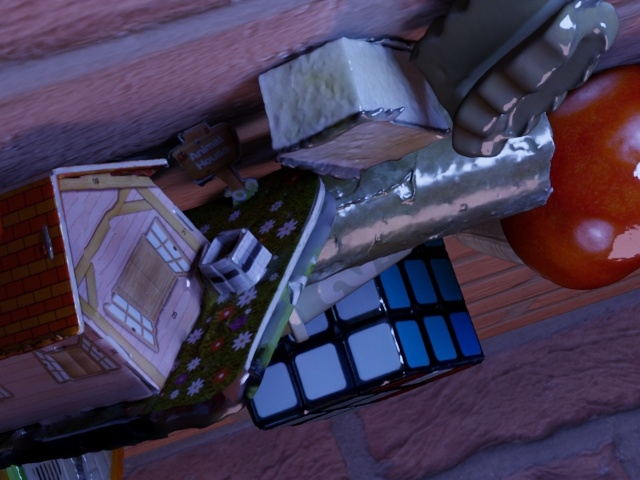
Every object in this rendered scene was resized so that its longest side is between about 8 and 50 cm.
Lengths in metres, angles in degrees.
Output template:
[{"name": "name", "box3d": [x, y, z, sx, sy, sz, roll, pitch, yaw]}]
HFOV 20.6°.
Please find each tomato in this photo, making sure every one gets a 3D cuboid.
[{"name": "tomato", "box3d": [0.215, -0.050, 1.299, 0.195, 0.136, 0.195, -37, 176, -3]}]

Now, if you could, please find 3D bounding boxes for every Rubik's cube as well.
[{"name": "Rubik's cube", "box3d": [0.020, 0.061, 1.523, 0.163, 0.160, 0.162, -23, 170, 26]}]

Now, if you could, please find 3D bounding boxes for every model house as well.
[{"name": "model house", "box3d": [-0.160, 0.010, 1.074, 0.294, 0.154, 0.207, -16, -142, 39]}]

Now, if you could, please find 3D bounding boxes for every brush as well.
[{"name": "brush", "box3d": [0.147, -0.139, 0.911, 0.071, 0.084, 0.301, -11, 162, -34]}]

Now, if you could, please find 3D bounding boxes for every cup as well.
[{"name": "cup", "box3d": [0.000, 0.000, 1.318, 0.141, 0.120, 0.120, -29, 172, -9]}]

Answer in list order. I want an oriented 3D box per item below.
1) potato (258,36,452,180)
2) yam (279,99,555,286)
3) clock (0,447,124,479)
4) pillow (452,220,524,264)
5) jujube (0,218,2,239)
[{"name": "potato", "box3d": [0.021, -0.079, 1.039, 0.086, 0.061, 0.122, -23, 168, 26]}, {"name": "yam", "box3d": [0.027, -0.030, 1.199, 0.259, 0.106, 0.106, -17, 170, -7]}, {"name": "clock", "box3d": [-0.283, 0.224, 1.732, 0.106, 0.220, 0.255, -21, 178, 17]}, {"name": "pillow", "box3d": [0.259, -0.030, 1.723, 0.254, 0.078, 0.144, -14, -171, -30]}, {"name": "jujube", "box3d": [-0.220, -0.004, 0.616, 0.223, 0.223, 0.318, -15, 162, -20]}]
